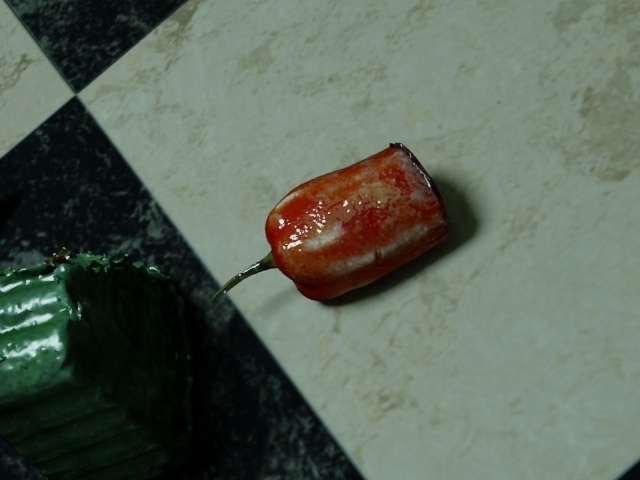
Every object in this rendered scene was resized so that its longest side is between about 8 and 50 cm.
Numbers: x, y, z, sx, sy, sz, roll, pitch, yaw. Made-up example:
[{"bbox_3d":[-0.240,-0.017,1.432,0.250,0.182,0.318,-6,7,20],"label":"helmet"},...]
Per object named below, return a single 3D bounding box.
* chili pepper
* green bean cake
[{"bbox_3d":[0.000,0.000,1.133,0.192,0.084,0.086,-27,32,5],"label":"chili pepper"},{"bbox_3d":[-0.178,0.066,1.108,0.107,0.208,0.193,-16,54,17],"label":"green bean cake"}]
